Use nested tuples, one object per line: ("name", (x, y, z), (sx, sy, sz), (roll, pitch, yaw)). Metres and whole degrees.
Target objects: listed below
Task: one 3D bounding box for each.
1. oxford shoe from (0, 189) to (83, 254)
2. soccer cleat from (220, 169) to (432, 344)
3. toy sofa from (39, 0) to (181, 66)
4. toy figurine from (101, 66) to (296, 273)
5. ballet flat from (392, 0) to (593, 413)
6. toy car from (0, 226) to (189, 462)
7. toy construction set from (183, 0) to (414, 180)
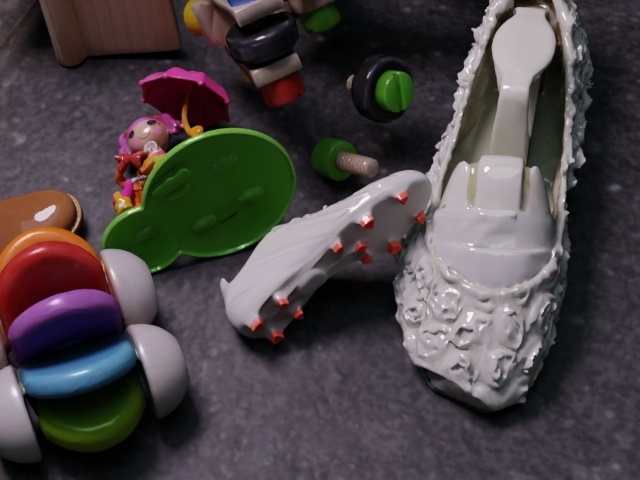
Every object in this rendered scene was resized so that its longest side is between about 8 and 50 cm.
("oxford shoe", (-0.294, -0.001, 1.301), (0.212, 0.076, 0.076), (-21, 56, -17))
("soccer cleat", (0.000, 0.000, 1.277), (0.196, 0.068, 0.076), (-39, 51, 6))
("toy sofa", (-0.221, -0.347, 1.502), (0.177, 0.150, 0.363), (-4, 55, 2))
("toy figurine", (-0.123, -0.073, 1.353), (0.173, 0.130, 0.159), (-33, 44, 6))
("ballet flat", (0.145, -0.063, 1.317), (0.147, 0.147, 0.409), (9, 56, 6))
("toy car", (-0.193, 0.069, 1.214), (0.159, 0.136, 0.182), (-17, 57, -13))
("toy construction set", (-0.057, -0.247, 1.362), (0.237, 0.309, 0.257), (18, 73, 48))
